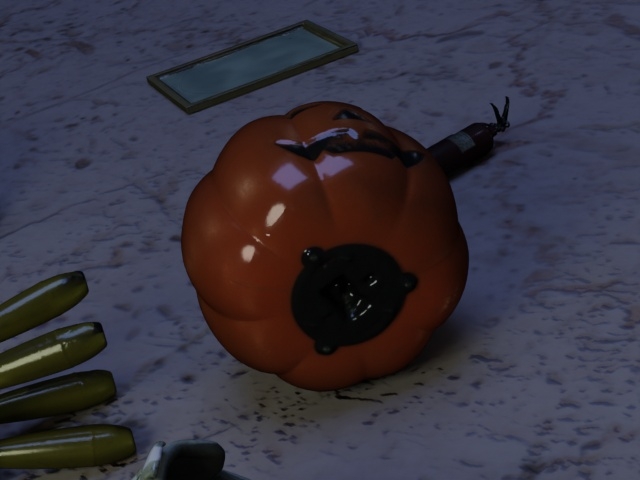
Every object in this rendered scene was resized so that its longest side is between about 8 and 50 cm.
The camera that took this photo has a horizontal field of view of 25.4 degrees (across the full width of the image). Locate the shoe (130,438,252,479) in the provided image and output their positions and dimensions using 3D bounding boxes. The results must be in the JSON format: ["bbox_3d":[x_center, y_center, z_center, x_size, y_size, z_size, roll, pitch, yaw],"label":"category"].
[{"bbox_3d":[-0.084,0.167,0.688,0.316,0.159,0.124,-2,30,16],"label":"shoe"}]

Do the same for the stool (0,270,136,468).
[{"bbox_3d":[-0.191,0.093,0.932,0.111,0.135,0.134,-15,71,-10],"label":"stool"}]

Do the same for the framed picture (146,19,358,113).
[{"bbox_3d":[-0.076,-0.191,1.540,0.201,0.010,0.136,-22,27,-17],"label":"framed picture"}]

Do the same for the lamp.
[{"bbox_3d":[0.000,0.000,0.939,0.188,0.187,0.164,-18,29,-8],"label":"lamp"}]

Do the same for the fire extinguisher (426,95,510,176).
[{"bbox_3d":[0.095,-0.066,1.196,0.173,0.035,0.049,-30,-7,-29],"label":"fire extinguisher"}]
